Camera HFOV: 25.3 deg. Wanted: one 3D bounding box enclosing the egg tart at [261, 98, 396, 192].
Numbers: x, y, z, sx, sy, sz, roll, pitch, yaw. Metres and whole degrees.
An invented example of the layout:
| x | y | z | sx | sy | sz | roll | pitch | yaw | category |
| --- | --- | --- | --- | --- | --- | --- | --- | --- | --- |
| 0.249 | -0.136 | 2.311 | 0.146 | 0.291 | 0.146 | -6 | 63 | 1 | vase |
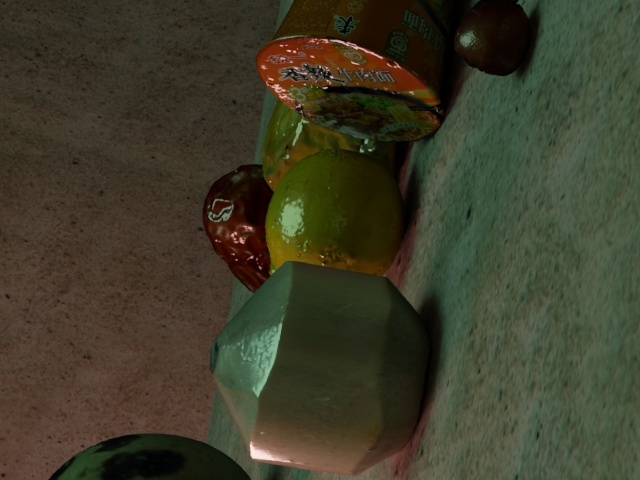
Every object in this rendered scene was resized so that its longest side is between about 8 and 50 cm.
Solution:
| x | y | z | sx | sy | sz | roll | pitch | yaw | category |
| --- | --- | --- | --- | --- | --- | --- | --- | --- | --- |
| 0.025 | -0.162 | 1.981 | 0.388 | 0.169 | 0.388 | -165 | 90 | -78 | egg tart |

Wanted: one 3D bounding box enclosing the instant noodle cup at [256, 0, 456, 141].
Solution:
| x | y | z | sx | sy | sz | roll | pitch | yaw | category |
| --- | --- | --- | --- | --- | --- | --- | --- | --- | --- |
| 0.058 | -0.250 | 1.698 | 0.230 | 0.230 | 0.182 | 122 | 167 | -68 | instant noodle cup |

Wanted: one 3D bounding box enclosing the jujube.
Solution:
| x | y | z | sx | sy | sz | roll | pitch | yaw | category |
| --- | --- | --- | --- | --- | --- | --- | --- | --- | --- |
| -0.091 | -0.015 | 2.339 | 0.174 | 0.174 | 0.250 | -87 | -24 | -46 | jujube |

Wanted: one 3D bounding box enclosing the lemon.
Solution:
| x | y | z | sx | sy | sz | roll | pitch | yaw | category |
| --- | --- | --- | --- | --- | --- | --- | --- | --- | --- |
| 0.021 | -0.025 | 1.753 | 0.206 | 0.173 | 0.173 | -59 | 2 | -18 | lemon |

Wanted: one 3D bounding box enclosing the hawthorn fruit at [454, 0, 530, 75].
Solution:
| x | y | z | sx | sy | sz | roll | pitch | yaw | category |
| --- | --- | --- | --- | --- | --- | --- | --- | --- | --- |
| 0.163 | -0.195 | 1.355 | 0.077 | 0.077 | 0.077 | -168 | 90 | -82 | hawthorn fruit |

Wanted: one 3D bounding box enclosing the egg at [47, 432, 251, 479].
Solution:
| x | y | z | sx | sy | sz | roll | pitch | yaw | category |
| --- | --- | --- | --- | --- | --- | --- | --- | --- | --- |
| -0.279 | 0.485 | 2.331 | 0.345 | 0.428 | 0.345 | 13 | 107 | 50 | egg |

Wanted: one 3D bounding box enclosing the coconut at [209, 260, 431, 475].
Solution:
| x | y | z | sx | sy | sz | roll | pitch | yaw | category |
| --- | --- | --- | --- | --- | --- | --- | --- | --- | --- |
| -0.006 | 0.131 | 1.524 | 0.241 | 0.241 | 0.241 | -168 | 90 | -82 | coconut |
